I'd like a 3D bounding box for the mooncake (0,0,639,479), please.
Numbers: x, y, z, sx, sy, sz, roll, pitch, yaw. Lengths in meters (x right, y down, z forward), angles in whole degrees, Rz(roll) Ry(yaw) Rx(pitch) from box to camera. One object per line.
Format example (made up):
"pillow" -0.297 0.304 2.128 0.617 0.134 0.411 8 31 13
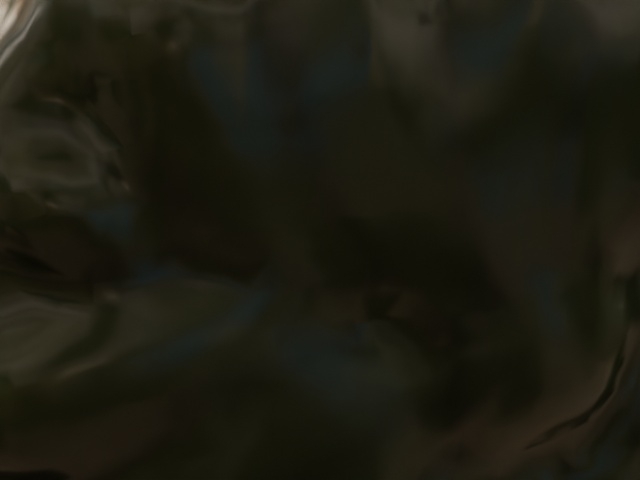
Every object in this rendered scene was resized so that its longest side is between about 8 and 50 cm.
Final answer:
"mooncake" 0.000 0.000 0.657 0.356 0.356 0.194 12 13 -32
